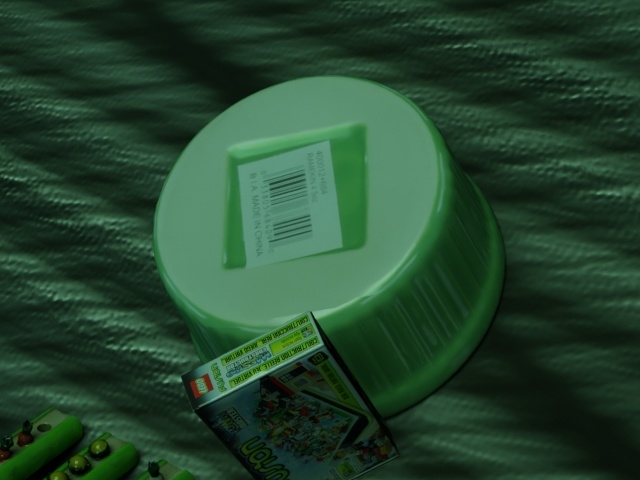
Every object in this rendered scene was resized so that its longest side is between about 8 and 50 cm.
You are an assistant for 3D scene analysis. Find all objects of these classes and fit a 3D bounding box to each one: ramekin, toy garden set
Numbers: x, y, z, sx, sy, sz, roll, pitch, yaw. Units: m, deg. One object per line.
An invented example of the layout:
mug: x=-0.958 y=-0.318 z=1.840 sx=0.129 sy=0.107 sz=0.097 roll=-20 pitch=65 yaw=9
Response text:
ramekin: x=0.000 y=0.000 z=1.348 sx=0.303 sy=0.148 sz=0.303 roll=-10 pitch=56 yaw=15
toy garden set: x=-0.212 y=0.226 z=1.284 sx=0.244 sy=0.049 sz=0.204 roll=20 pitch=36 yaw=30

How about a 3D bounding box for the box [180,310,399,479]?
box: x=-0.019 y=0.143 z=1.227 sx=0.114 sy=0.207 sz=0.036 roll=-28 pitch=53 yaw=4
